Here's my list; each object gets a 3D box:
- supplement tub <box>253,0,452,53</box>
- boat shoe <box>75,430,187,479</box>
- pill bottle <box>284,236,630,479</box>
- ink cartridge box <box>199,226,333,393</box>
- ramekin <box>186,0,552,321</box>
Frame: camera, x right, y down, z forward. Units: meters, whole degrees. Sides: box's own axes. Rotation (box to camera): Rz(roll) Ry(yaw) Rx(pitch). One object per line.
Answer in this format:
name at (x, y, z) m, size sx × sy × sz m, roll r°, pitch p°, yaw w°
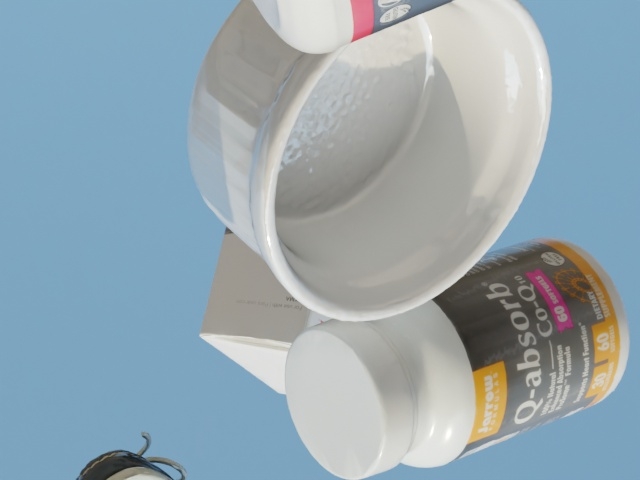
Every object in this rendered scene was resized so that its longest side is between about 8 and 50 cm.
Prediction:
supplement tub at (0.073, -0.232, 1.003) m, size 0.272 × 0.191 × 0.191 m, roll -23°, pitch -129°, yaw -6°
boat shoe at (-0.123, 0.192, 1.254) m, size 0.095 × 0.254 × 0.079 m, roll -31°, pitch -118°, yaw -4°
pill bottle at (0.118, 0.102, 1.599) m, size 0.278 × 0.162 × 0.162 m, roll -17°, pitch -134°, yaw -36°
ink cartridge box at (0.000, 0.000, 1.836) m, size 0.117 × 0.207 × 0.283 m, roll 6°, pitch -108°, yaw 25°
ramekin at (0.032, -0.090, 1.424) m, size 0.277 × 0.277 × 0.135 m, roll -34°, pitch -136°, yaw -22°
